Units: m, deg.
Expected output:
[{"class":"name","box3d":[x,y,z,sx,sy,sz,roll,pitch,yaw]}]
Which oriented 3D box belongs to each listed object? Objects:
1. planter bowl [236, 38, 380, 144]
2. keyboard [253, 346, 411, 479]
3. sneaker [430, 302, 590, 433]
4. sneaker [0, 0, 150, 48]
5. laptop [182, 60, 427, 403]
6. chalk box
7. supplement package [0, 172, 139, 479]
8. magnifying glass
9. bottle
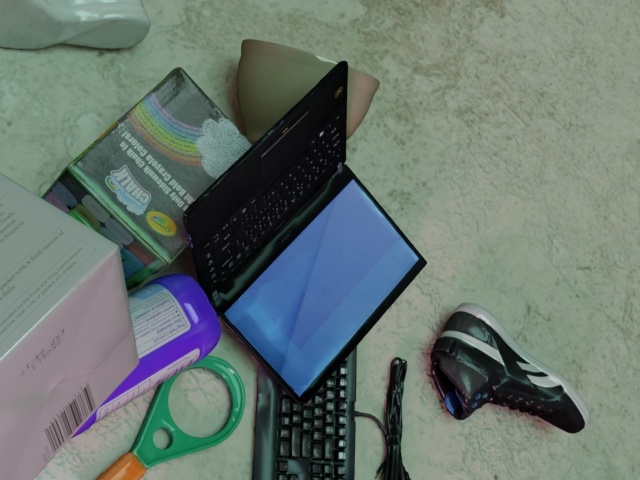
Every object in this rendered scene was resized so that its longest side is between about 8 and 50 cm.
[{"class":"planter bowl","box3d":[-0.025,-0.149,1.050,0.162,0.162,0.109,15,94,-26]},{"class":"keyboard","box3d":[0.023,0.189,1.033,0.201,0.033,0.317,11,70,-27]},{"class":"sneaker","box3d":[0.217,0.189,1.125,0.217,0.079,0.121,42,61,-3]},{"class":"sneaker","box3d":[-0.288,-0.257,0.975,0.212,0.080,0.094,-2,64,-38]},{"class":"laptop","box3d":[0.000,0.000,0.954,0.136,0.264,0.234,34,64,19]},{"class":"chalk box","box3d":[-0.184,-0.043,0.926,0.132,0.132,0.213,47,58,-11]},{"class":"supplement package","box3d":[-0.314,0.040,0.725,0.293,0.175,0.177,30,57,17]},{"class":"magnifying glass","box3d":[-0.165,0.203,0.924,0.231,0.026,0.092,-42,98,-35]},{"class":"bottle","box3d":[-0.228,0.128,0.852,0.283,0.118,0.092,-30,92,-33]}]
